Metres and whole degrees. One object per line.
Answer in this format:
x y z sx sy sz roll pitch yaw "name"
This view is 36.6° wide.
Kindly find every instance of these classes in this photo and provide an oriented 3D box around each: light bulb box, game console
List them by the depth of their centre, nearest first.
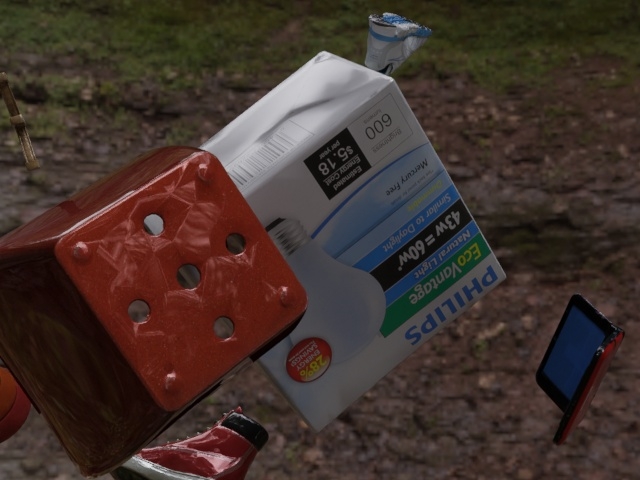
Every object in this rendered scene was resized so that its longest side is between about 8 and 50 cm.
0.302 0.156 1.185 0.085 0.144 0.124 29 28 24 "game console"
0.000 0.000 1.333 0.358 0.361 0.225 -39 30 -6 "light bulb box"

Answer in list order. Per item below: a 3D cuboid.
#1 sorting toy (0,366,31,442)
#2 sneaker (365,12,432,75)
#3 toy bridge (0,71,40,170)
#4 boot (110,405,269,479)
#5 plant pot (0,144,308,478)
-0.389 0.090 1.281 0.127 0.365 0.126 18 -34 16 "sorting toy"
0.103 -0.281 1.398 0.071 0.083 0.191 24 21 18 "sneaker"
-0.555 -0.217 1.773 0.026 0.188 0.063 -20 4 -12 "toy bridge"
-0.207 0.329 1.531 0.244 0.176 0.088 5 -47 29 "boot"
-0.168 0.055 0.961 0.267 0.267 0.236 -36 7 -28 "plant pot"
